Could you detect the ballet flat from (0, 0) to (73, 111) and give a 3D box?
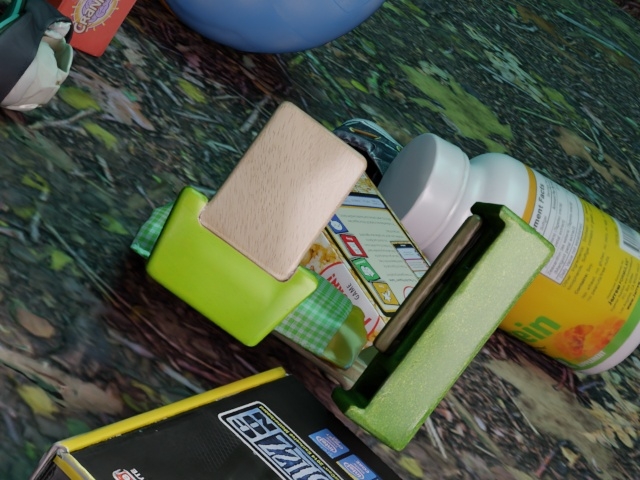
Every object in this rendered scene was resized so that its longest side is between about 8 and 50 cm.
[{"bbox_3d":[-0.222,-0.138,1.359,0.074,0.074,0.203,33,18,-10],"label":"ballet flat"}]

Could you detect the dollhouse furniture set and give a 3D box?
[{"bbox_3d":[0.000,0.000,1.167,0.197,0.151,0.301,36,-1,-6],"label":"dollhouse furniture set"}]

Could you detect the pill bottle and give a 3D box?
[{"bbox_3d":[0.170,0.007,1.589,0.246,0.136,0.136,29,21,-20],"label":"pill bottle"}]

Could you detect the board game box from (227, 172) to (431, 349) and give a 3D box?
[{"bbox_3d":[0.028,0.013,1.429,0.193,0.045,0.147,56,25,20],"label":"board game box"}]

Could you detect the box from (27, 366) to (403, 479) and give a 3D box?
[{"bbox_3d":[0.017,0.217,0.963,0.322,0.079,0.257,43,19,16],"label":"box"}]

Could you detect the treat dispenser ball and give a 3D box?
[{"bbox_3d":[-0.048,-0.323,1.733,0.288,0.288,0.288,32,21,-14],"label":"treat dispenser ball"}]

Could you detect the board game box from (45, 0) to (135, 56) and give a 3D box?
[{"bbox_3d":[-0.209,-0.349,1.591,0.064,0.242,0.316,17,27,-41],"label":"board game box"}]

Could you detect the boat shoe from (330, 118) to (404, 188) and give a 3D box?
[{"bbox_3d":[0.078,-0.045,1.667,0.183,0.065,0.083,34,20,10],"label":"boat shoe"}]
